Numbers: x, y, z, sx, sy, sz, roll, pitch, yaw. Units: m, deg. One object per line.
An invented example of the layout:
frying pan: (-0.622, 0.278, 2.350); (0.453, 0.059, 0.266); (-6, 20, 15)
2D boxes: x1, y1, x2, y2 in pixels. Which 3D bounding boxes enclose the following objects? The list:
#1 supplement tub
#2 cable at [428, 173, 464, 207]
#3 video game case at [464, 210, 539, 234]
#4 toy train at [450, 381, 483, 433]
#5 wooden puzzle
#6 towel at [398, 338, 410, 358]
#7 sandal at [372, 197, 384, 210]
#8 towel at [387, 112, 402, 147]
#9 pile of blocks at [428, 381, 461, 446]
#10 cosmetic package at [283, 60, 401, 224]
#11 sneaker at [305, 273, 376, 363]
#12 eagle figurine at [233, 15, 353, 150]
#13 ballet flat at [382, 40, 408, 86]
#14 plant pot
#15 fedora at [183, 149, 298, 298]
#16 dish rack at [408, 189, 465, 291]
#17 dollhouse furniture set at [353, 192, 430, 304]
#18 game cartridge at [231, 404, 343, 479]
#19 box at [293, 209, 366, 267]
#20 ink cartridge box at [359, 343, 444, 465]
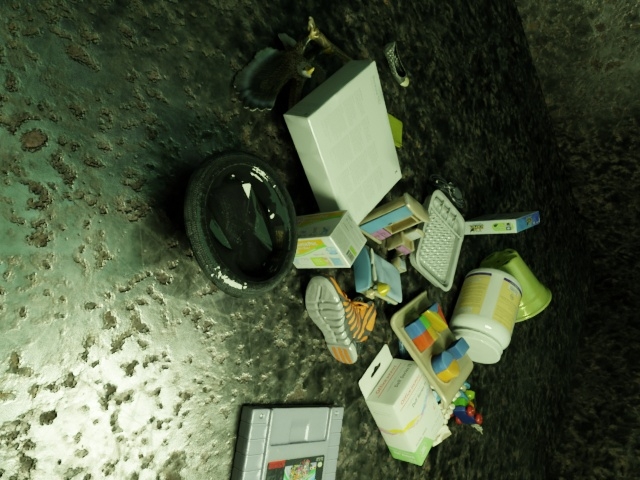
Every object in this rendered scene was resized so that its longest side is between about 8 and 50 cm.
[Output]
supplement tub: (0.669, 0.304, 1.952); (0.241, 0.241, 0.331); (50, 55, -33)
cable: (0.493, -0.192, 1.870); (0.047, 0.150, 0.184); (-53, 134, 4)
video game case: (0.784, -0.077, 2.088); (0.269, 0.244, 0.061); (-14, 99, -46)
toy train: (0.622, 0.696, 1.999); (0.248, 0.105, 0.143); (44, 45, -36)
wooden puzzle: (0.414, 0.358, 1.674); (0.322, 0.080, 0.348); (-19, 76, -56)
towel: (0.308, 0.359, 1.721); (0.067, 0.029, 0.119); (-14, 98, -47)
sandal: (0.154, -0.188, 1.561); (0.060, 0.090, 0.219); (-35, 107, -65)
towel: (0.216, -0.408, 1.664); (0.237, 0.021, 0.102); (14, 79, -46)
pile of blocks: (0.453, 0.588, 1.832); (0.112, 0.149, 0.362); (88, 22, -78)
cosmetic package: (0.079, -0.250, 1.310); (0.284, 0.097, 0.377); (-45, 134, -26)
sneaker: (0.066, 0.196, 1.424); (0.180, 0.124, 0.321); (-49, 133, -41)
eagle figurine: (-0.076, -0.428, 1.272); (0.226, 0.225, 0.298); (35, 94, 3)
ballet flat: (0.277, -0.630, 1.717); (0.173, 0.049, 0.057); (55, 53, -30)
plant pot: (0.854, 0.188, 2.165); (0.276, 0.276, 0.254); (-43, 107, -39)
fedora: (-0.206, -0.032, 1.105); (0.334, 0.152, 0.334); (7, 80, -45)
dish rack: (0.446, 0.003, 1.853); (0.285, 0.072, 0.333); (38, 62, -40)
dollhouse furniture set: (0.263, 0.061, 1.500); (0.286, 0.198, 0.303); (30, 48, -42)
game cartridge: (-0.075, 0.565, 1.289); (0.355, 0.068, 0.230); (19, 71, -45)
box: (0.000, 0.000, 1.285); (0.114, 0.203, 0.103); (55, 52, -27)
ink cartridge box: (0.280, 0.549, 1.617); (0.207, 0.119, 0.353); (-44, 118, -39)
